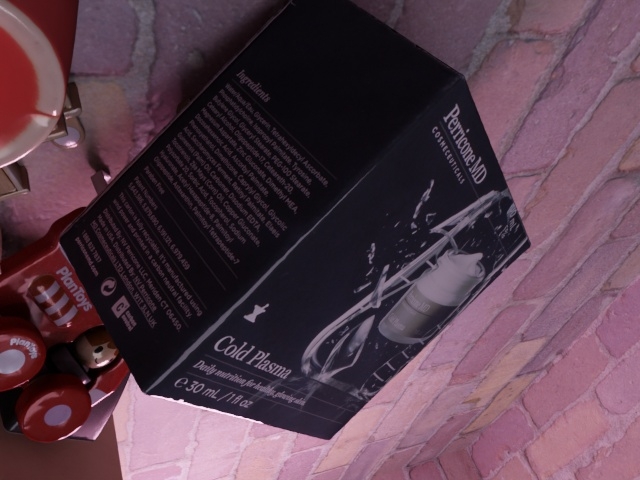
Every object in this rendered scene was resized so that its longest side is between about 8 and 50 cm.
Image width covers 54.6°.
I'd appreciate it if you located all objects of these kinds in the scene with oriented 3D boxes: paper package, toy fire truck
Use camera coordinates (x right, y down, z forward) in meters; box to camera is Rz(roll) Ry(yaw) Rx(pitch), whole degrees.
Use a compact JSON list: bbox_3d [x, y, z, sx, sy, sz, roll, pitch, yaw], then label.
[{"bbox_3d":[-0.551,0.409,1.179,0.168,0.310,0.325,-33,144,12],"label":"paper package"},{"bbox_3d":[-0.371,0.126,0.918,0.253,0.169,0.302,-34,132,-17],"label":"toy fire truck"}]

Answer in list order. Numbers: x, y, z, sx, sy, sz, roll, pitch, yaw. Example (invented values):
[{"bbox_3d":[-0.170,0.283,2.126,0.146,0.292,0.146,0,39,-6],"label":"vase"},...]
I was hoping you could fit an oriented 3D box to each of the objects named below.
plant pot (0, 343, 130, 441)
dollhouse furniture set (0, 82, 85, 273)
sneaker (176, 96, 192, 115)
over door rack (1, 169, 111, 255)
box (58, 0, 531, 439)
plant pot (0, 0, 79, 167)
[{"bbox_3d":[-0.456,0.228,1.126,0.167,0.188,0.187,-46,142,7],"label":"plant pot"},{"bbox_3d":[-0.386,0.000,0.689,0.303,0.356,0.174,-20,147,-9],"label":"dollhouse furniture set"},{"bbox_3d":[-0.177,-0.122,0.914,0.086,0.064,0.192,-32,149,2],"label":"sneaker"},{"bbox_3d":[-0.334,0.058,1.023,0.239,0.108,0.324,-32,145,9],"label":"over door rack"},{"bbox_3d":[0.000,0.000,0.896,0.472,0.297,0.480,-46,146,3],"label":"box"},{"bbox_3d":[-0.340,-0.205,0.542,0.274,0.243,0.275,-16,146,-12],"label":"plant pot"}]
